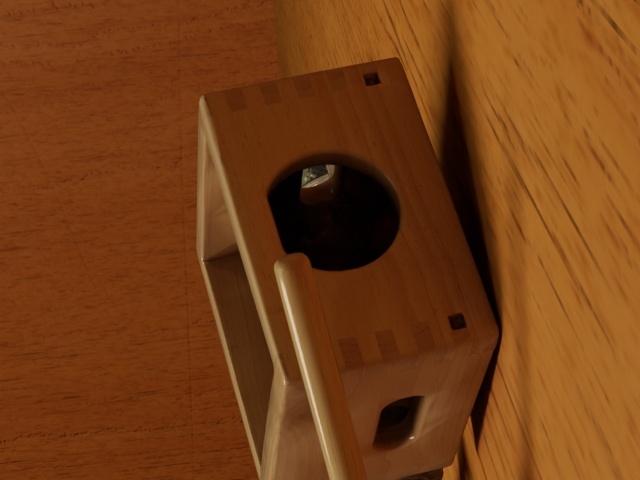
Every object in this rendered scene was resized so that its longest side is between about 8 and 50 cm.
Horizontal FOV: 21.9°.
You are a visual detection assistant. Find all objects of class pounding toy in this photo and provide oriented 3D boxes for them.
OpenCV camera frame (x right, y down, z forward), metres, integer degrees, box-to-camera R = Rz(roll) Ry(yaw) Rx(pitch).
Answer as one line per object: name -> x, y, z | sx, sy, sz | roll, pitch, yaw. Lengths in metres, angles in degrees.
pounding toy -> 0.022, 0.038, 0.621 | 0.181, 0.094, 0.206 | 99, 157, -60

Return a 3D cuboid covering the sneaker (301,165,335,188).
sneaker -> 0.000, 0.000, 1.044 | 0.215, 0.084, 0.083 | 90, 169, -59

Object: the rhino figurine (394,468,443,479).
rhino figurine -> 0.042, 0.213, 0.709 | 0.106, 0.073, 0.243 | 94, 169, -53
